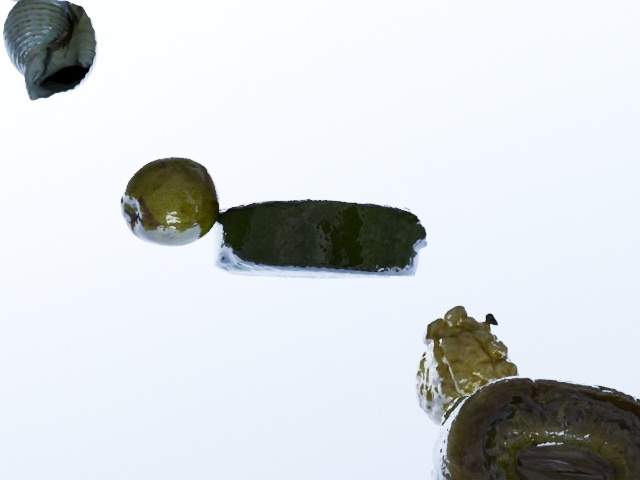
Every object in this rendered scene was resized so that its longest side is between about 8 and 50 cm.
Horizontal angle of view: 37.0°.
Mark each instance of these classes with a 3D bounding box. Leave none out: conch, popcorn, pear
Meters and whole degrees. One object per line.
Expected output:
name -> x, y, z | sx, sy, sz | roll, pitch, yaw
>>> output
conch -> -0.369, -0.270, 1.331 | 0.135, 0.153, 0.102 | -11, 180, 9
popcorn -> 0.210, 0.191, 1.395 | 0.180, 0.180, 0.170 | 31, -114, 21
pear -> -0.243, -0.062, 1.563 | 0.162, 0.149, 0.149 | -17, -132, -29

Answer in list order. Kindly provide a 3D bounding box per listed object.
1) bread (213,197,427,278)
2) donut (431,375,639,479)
bread -> 0.000, 0.000, 1.669 | 0.381, 0.129, 0.366 | 1, 176, 19
donut -> 0.243, 0.247, 0.973 | 0.261, 0.128, 0.209 | 1, -114, 6
